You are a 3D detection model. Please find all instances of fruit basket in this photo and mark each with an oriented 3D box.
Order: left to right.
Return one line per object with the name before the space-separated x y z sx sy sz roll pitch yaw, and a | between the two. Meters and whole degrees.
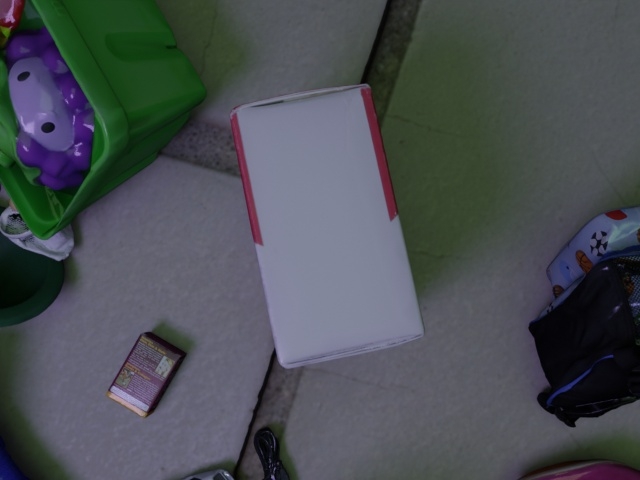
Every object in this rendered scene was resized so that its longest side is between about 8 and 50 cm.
fruit basket | -0.362 -0.180 0.784 0.392 0.283 0.392 17 58 -29

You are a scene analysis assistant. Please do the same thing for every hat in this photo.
hat | -0.429 0.072 0.908 0.208 0.183 0.173 16 44 -23

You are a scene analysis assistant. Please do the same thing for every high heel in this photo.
high heel | 0.334 0.301 0.862 0.244 0.082 0.117 -5 75 -13

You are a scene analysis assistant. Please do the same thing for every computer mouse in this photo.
computer mouse | -0.128 0.296 0.884 0.193 0.042 0.106 -19 90 -7

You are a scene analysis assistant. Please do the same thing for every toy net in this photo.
toy net | -0.378 -0.065 0.887 0.232 0.045 0.122 47 51 6

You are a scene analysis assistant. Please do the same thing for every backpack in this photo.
backpack | 0.374 0.077 0.808 0.263 0.276 0.213 -1 72 -3

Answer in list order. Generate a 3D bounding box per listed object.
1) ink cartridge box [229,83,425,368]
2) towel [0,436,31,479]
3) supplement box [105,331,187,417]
ink cartridge box | 0.000 0.000 0.776 0.131 0.306 0.226 -13 85 -2
towel | -0.406 0.331 0.870 0.227 0.076 0.308 -40 86 4
supplement box | -0.201 0.155 0.894 0.055 0.043 0.083 31 87 3
